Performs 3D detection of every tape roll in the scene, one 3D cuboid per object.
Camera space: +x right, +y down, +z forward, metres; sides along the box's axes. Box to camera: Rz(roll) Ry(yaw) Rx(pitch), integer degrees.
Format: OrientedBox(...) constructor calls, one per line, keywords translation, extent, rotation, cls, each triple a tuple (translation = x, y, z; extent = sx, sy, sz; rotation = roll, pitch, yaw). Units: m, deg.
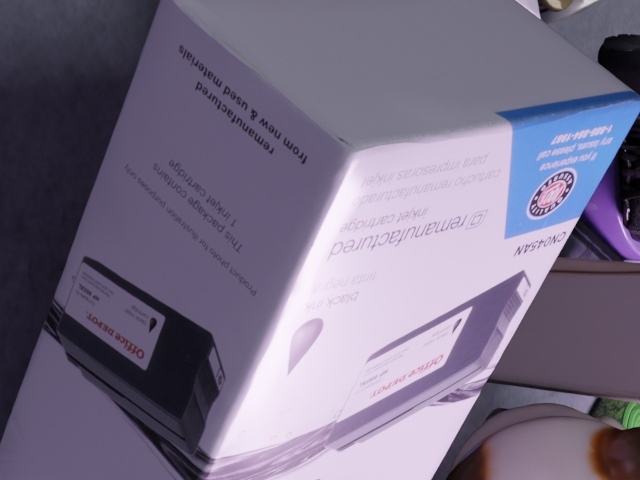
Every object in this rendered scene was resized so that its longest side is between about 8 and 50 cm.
OrientedBox(translation=(0.305, -0.074, 1.570), extent=(0.189, 0.080, 0.189), rotation=(-5, 96, -50), cls="tape roll")

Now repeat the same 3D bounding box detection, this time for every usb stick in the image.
OrientedBox(translation=(0.258, 0.034, 1.529), extent=(0.278, 0.077, 0.045), rotation=(36, 37, -45), cls="usb stick")

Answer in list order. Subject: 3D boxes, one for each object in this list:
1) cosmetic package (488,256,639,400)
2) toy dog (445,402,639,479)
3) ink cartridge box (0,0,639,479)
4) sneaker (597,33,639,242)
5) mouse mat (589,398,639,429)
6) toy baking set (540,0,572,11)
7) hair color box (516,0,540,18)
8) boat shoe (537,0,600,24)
OrientedBox(translation=(0.246, 0.079, 1.338), extent=(0.160, 0.309, 0.113), rotation=(15, 81, -49), cls="cosmetic package")
OrientedBox(translation=(0.220, 0.314, 1.300), extent=(0.395, 0.285, 0.408), rotation=(-88, 153, -58), cls="toy dog")
OrientedBox(translation=(-0.011, 0.040, 1.006), extent=(0.285, 0.166, 0.395), rotation=(-13, 138, -46), cls="ink cartridge box")
OrientedBox(translation=(0.322, -0.064, 1.455), extent=(0.283, 0.107, 0.124), rotation=(49, 64, -39), cls="sneaker")
OrientedBox(translation=(0.356, 0.176, 1.683), extent=(0.152, 0.007, 0.189), rotation=(51, 57, -26), cls="mouse mat")
OrientedBox(translation=(0.111, -0.232, 1.338), extent=(0.256, 0.030, 0.196), rotation=(38, 67, -19), cls="toy baking set")
OrientedBox(translation=(0.045, -0.311, 1.142), extent=(0.185, 0.110, 0.338), rotation=(23, 51, -47), cls="hair color box")
OrientedBox(translation=(0.277, -0.306, 1.496), extent=(0.324, 0.117, 0.096), rotation=(-42, 110, -37), cls="boat shoe")
